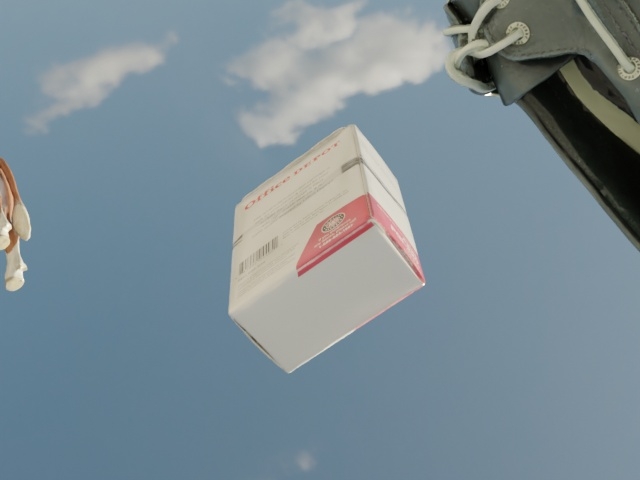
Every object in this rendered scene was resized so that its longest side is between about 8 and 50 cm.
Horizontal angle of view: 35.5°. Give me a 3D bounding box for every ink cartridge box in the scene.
[{"bbox_3d":[0.000,0.000,0.948,0.159,0.092,0.218,-34,-154,14],"label":"ink cartridge box"}]

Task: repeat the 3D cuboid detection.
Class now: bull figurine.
[{"bbox_3d":[-0.471,0.036,1.216,0.310,0.101,0.188,-51,-123,12],"label":"bull figurine"}]

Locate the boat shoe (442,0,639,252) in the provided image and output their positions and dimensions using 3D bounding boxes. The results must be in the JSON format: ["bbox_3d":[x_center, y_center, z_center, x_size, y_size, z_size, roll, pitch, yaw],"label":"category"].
[{"bbox_3d":[0.117,-0.107,0.505,0.099,0.319,0.116,-47,-175,-11],"label":"boat shoe"}]
